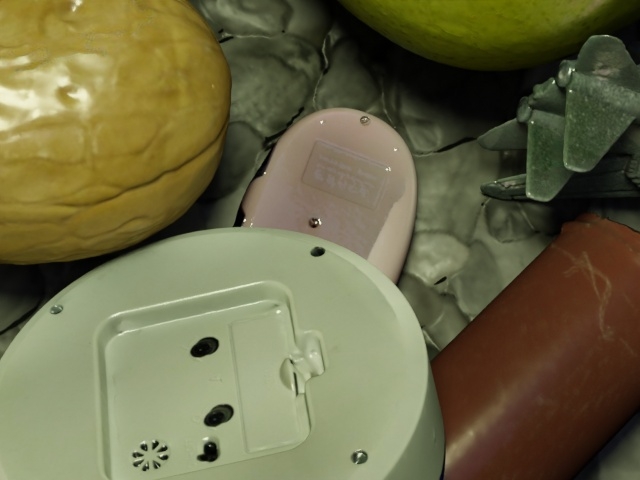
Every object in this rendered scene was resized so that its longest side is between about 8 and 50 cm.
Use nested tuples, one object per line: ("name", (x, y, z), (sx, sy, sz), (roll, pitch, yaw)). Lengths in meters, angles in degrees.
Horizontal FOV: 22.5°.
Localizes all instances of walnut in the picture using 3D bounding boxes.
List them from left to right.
("walnut", (-0.146, -0.067, 0.866), (0.197, 0.165, 0.165), (-7, 79, -18))

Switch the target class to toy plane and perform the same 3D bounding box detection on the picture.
("toy plane", (0.239, -0.056, 0.920), (0.267, 0.212, 0.088), (7, 68, -20))

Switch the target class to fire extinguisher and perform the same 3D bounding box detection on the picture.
("fire extinguisher", (0.079, 0.147, 0.890), (0.337, 0.106, 0.147), (-44, 110, -13))

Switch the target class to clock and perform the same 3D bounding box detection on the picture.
("clock", (-0.053, 0.094, 0.814), (0.230, 0.083, 0.230), (-5, 44, 5))

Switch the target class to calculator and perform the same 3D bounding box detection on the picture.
("calculator", (0.000, 0.000, 0.942), (0.103, 0.024, 0.166), (21, 77, -4))

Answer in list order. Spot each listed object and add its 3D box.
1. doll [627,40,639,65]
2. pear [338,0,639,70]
("doll", (0.295, -0.154, 0.987), (0.227, 0.075, 0.102), (-28, 38, -11))
("pear", (0.099, -0.237, 0.887), (0.294, 0.294, 0.294), (2, 78, -8))
